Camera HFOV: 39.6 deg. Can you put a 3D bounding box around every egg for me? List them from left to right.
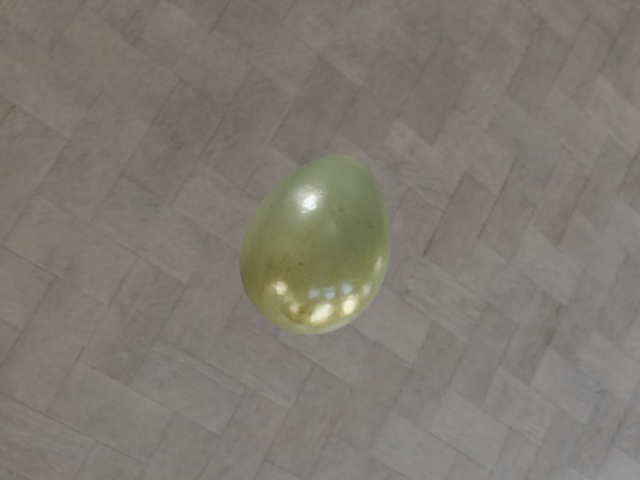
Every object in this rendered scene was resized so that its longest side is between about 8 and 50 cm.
[{"bbox_3d":[0.000,0.000,1.340,0.218,0.218,0.295,36,58,-25],"label":"egg"}]
